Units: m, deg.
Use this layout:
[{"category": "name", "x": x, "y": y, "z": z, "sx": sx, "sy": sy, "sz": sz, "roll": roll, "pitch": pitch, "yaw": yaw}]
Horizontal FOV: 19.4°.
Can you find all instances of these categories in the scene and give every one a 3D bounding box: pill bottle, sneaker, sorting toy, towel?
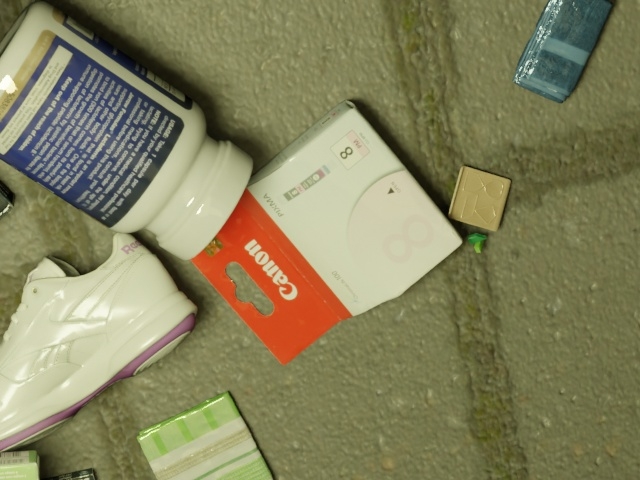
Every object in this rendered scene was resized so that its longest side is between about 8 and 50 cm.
[{"category": "pill bottle", "x": -0.206, "y": -0.101, "z": 1.816, "sx": 0.264, "sy": 0.153, "sz": 0.153, "roll": 34, "pitch": 97, "yaw": -15}, {"category": "sneaker", "x": -0.279, "y": 0.109, "z": 1.901, "sx": 0.305, "sy": 0.114, "sz": 0.152, "roll": -34, "pitch": 85, "yaw": 3}, {"category": "sorting toy", "x": 0.162, "y": -0.031, "z": 1.957, "sx": 0.062, "sy": 0.012, "sz": 0.083, "roll": 16, "pitch": 89, "yaw": -20}, {"category": "towel", "x": 0.250, "y": -0.205, "z": 1.924, "sx": 0.067, "sy": 0.029, "sz": 0.119, "roll": 22, "pitch": 100, "yaw": -14}, {"category": "towel", "x": -0.116, "y": 0.247, "z": 1.992, "sx": 0.113, "sy": 0.023, "sz": 0.152, "roll": -25, "pitch": 104, "yaw": -4}]

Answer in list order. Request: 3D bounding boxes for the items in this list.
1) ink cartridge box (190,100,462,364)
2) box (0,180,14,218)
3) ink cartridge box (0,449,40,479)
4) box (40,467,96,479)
[{"category": "ink cartridge box", "x": 0.000, "y": 0.000, "z": 1.927, "sx": 0.232, "sy": 0.066, "sz": 0.189, "roll": -41, "pitch": 107, "yaw": -1}, {"category": "box", "x": -0.440, "y": -0.059, "z": 1.844, "sx": 0.175, "sy": 0.051, "sz": 0.220, "roll": -41, "pitch": 106, "yaw": 4}, {"category": "ink cartridge box", "x": -0.360, "y": 0.331, "z": 1.862, "sx": 0.171, "sy": 0.056, "sz": 0.235, "roll": -3, "pitch": 102, "yaw": -9}, {"category": "box", "x": -0.274, "y": 0.282, "z": 1.975, "sx": 0.083, "sy": 0.018, "sz": 0.067, "roll": -12, "pitch": 106, "yaw": -5}]
